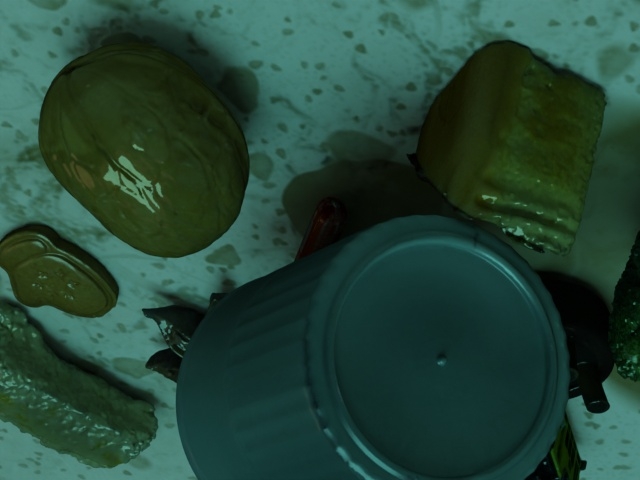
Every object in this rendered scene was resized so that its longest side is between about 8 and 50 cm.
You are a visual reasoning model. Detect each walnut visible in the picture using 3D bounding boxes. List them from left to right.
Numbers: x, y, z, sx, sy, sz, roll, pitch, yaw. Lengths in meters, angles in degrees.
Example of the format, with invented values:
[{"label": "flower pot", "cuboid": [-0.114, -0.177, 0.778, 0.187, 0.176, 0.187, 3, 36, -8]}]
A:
[{"label": "walnut", "cuboid": [-0.151, -0.082, 1.503, 0.165, 0.165, 0.197, -21, 116, 35]}]

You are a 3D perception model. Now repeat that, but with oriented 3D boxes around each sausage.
[{"label": "sausage", "cuboid": [0.000, 0.000, 1.656, 0.034, 0.034, 0.129, 17, 139, -4]}]

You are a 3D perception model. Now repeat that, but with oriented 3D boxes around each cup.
[{"label": "cup", "cuboid": [0.019, 0.145, 1.482, 0.257, 0.331, 0.311, 49, 155, -5]}]

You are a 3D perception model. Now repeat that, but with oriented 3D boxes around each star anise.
[{"label": "star anise", "cuboid": [-0.097, 0.110, 1.798, 0.208, 0.063, 0.172, -12, 130, 33]}]

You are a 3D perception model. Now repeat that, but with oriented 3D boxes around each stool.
[{"label": "stool", "cuboid": [0.194, 0.110, 1.667, 0.217, 0.121, 0.125, 0, 140, 9]}]

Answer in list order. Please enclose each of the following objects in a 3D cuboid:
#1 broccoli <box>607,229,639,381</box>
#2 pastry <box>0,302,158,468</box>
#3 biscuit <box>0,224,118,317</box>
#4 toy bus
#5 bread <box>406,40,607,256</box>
[{"label": "broccoli", "cuboid": [0.368, 0.061, 1.443, 0.270, 0.270, 0.270, -14, 144, -11]}, {"label": "pastry", "cuboid": [-0.298, 0.169, 1.907, 0.121, 0.089, 0.258, -33, 125, 27]}, {"label": "biscuit", "cuboid": [-0.281, 0.041, 1.795, 0.140, 0.023, 0.118, 34, 136, -24]}, {"label": "toy bus", "cuboid": [0.217, 0.211, 1.788, 0.088, 0.101, 0.175, -4, 132, 21]}, {"label": "bread", "cuboid": [0.151, -0.053, 1.478, 0.140, 0.169, 0.160, 23, 154, -13]}]
